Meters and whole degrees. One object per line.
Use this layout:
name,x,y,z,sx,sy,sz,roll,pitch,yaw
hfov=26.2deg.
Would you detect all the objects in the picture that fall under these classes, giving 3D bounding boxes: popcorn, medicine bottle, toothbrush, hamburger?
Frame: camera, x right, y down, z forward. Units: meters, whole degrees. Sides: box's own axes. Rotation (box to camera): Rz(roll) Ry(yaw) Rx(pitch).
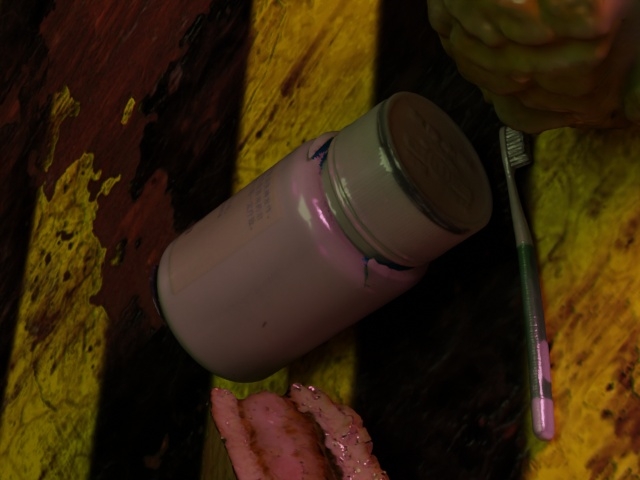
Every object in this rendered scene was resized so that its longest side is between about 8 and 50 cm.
popcorn,0.198,-0.209,0.897,0.282,0.247,0.282,-16,58,27
medicine bottle,0.000,0.000,1.086,0.258,0.143,0.143,-35,49,34
toothbrush,0.152,0.024,1.004,0.024,0.018,0.257,-21,56,33
hamburger,-0.006,0.219,1.008,0.262,0.124,0.130,-120,35,-57
